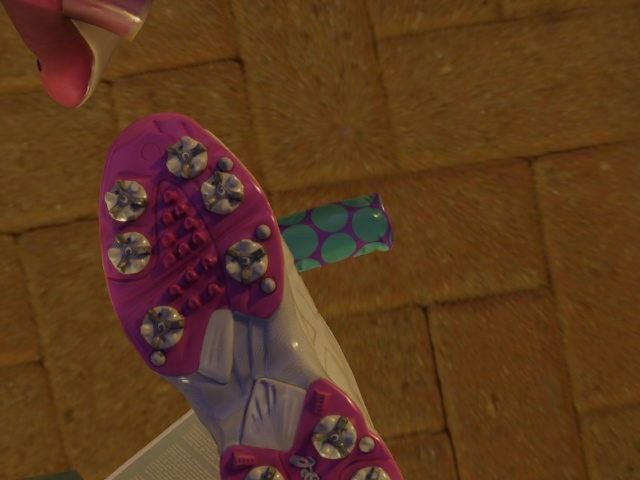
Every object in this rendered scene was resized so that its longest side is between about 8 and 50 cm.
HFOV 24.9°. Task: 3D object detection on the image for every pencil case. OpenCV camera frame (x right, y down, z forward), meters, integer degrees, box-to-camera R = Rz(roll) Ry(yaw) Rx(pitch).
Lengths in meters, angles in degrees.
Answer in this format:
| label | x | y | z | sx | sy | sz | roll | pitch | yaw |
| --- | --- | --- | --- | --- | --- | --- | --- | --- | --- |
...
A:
| label | x | y | z | sx | sy | sz | roll | pitch | yaw |
| --- | --- | --- | --- | --- | --- | --- | --- | --- | --- |
| pencil case | 0.000 | 0.000 | 1.509 | 0.151 | 0.064 | 0.070 | -16 | 129 | -13 |

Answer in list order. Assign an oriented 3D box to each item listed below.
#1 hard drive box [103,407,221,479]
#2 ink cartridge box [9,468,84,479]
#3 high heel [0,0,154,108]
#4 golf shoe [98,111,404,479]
| label | x | y | z | sx | sy | sz | roll | pitch | yaw |
| --- | --- | --- | --- | --- | --- | --- | --- | --- | --- |
| hard drive box | -0.122 | 0.230 | 1.177 | 0.089 | 0.232 | 0.181 | 41 | 129 | 11 |
| ink cartridge box | -0.170 | 0.213 | 0.876 | 0.109 | 0.209 | 0.062 | -8 | 107 | -23 |
| high heel | -0.286 | -0.246 | 1.497 | 0.181 | 0.377 | 0.127 | 26 | 71 | -14 |
| golf shoe | -0.047 | 0.066 | 0.911 | 0.115 | 0.140 | 0.306 | -25 | 83 | 3 |
